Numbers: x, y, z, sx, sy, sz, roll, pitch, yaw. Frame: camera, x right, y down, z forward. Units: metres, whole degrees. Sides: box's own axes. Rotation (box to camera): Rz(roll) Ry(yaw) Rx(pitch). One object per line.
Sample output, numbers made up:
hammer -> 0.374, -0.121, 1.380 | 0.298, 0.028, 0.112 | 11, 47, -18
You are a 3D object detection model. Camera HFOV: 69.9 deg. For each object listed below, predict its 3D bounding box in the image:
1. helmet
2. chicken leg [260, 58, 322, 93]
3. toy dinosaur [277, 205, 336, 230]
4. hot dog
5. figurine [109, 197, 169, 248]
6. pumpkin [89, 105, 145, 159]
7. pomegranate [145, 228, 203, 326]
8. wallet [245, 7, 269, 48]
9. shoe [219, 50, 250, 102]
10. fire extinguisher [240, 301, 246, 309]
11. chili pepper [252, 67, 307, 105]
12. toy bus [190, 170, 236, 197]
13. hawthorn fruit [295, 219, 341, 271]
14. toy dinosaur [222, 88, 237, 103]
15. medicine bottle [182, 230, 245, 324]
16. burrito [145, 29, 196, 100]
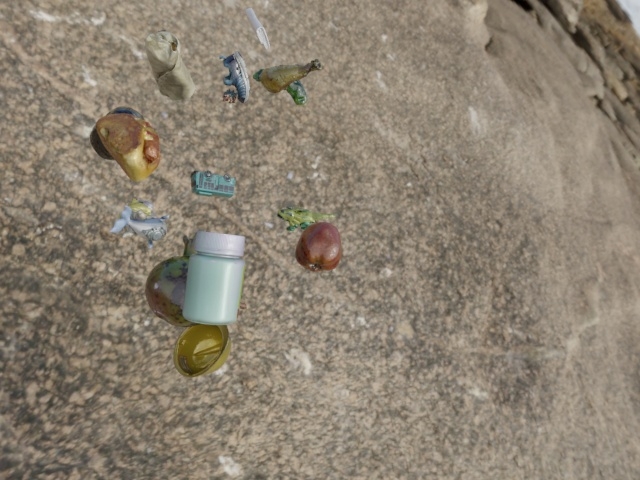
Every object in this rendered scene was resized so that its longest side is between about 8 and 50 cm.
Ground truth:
helmet -> -0.407, 0.401, 1.700 | 0.140, 0.257, 0.205 | 41, 15, -56
chicken leg -> -0.077, -0.448, 1.231 | 0.093, 0.178, 0.070 | -38, 114, -62
toy dinosaur -> -0.065, -0.101, 2.037 | 0.260, 0.153, 0.094 | 2, 72, -9
hot dog -> -0.613, -0.320, 1.506 | 0.153, 0.150, 0.256 | -34, 62, -22
figurine -> -0.568, -0.061, 1.440 | 0.184, 0.128, 0.208 | 35, 6, 20
pumpkin -> -0.798, -0.421, 1.812 | 0.163, 0.233, 0.233 | 46, 43, -29
pomegranate -> -0.412, 0.131, 1.457 | 0.242, 0.242, 0.305 | 37, 37, -15
wallet -> -0.161, -0.544, 1.174 | 0.122, 0.025, 0.061 | 65, 4, 37
shoe -> -0.349, -0.665, 1.882 | 0.106, 0.207, 0.091 | -18, 37, -7
fire extinguisher -> -0.279, 0.219, 1.570 | 0.028, 0.022, 0.083 | 51, 10, 34
chili pepper -> -0.111, -0.461, 1.337 | 0.182, 0.050, 0.073 | 18, 88, -32
toy bus -> -0.413, -0.212, 1.748 | 0.160, 0.079, 0.091 | 7, 80, -30
hawthorn fruit -> 0.000, 0.000, 1.508 | 0.163, 0.163, 0.203 | 22, 60, -27
toy dinosaur -> -0.381, -0.610, 1.934 | 0.049, 0.055, 0.154 | 14, 24, 3
medicine bottle -> -0.265, 0.093, 1.156 | 0.139, 0.139, 0.225 | 8, 89, -35
burrito -> -0.305, -0.346, 0.931 | 0.087, 0.226, 0.060 | 11, 82, -8
